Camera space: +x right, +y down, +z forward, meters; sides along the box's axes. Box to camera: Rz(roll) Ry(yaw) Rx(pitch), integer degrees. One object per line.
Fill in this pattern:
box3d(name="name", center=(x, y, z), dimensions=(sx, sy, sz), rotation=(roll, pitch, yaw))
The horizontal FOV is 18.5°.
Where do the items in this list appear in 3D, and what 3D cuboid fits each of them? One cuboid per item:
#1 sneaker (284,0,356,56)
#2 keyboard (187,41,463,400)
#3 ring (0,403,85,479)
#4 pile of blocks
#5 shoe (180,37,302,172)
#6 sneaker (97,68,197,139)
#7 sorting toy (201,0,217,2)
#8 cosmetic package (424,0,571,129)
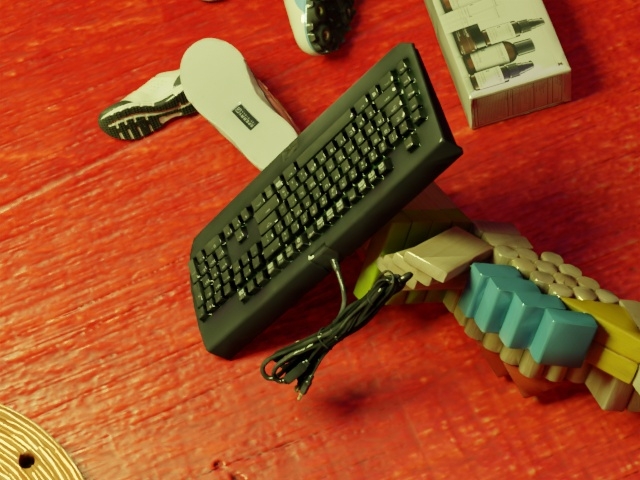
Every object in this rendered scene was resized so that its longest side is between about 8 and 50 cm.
box3d(name="sneaker", center=(-0.023, -0.273, 1.864), dimensions=(0.086, 0.085, 0.237), rotation=(-20, 62, 25))
box3d(name="keyboard", center=(0.000, 0.000, 1.618), dimensions=(0.317, 0.033, 0.201), rotation=(-43, 54, 35))
box3d(name="ring", center=(-0.341, 0.282, 1.620), dimensions=(0.337, 0.032, 0.336), rotation=(-3, 61, 5))
box3d(name="pile of blocks", center=(0.133, 0.060, 1.633), dimensions=(0.362, 0.112, 0.149), rotation=(31, 30, 25))
box3d(name="shoe", center=(-0.061, -0.105, 1.772), dimensions=(0.063, 0.081, 0.178), rotation=(-40, 55, 0))
box3d(name="sneaker", center=(-0.156, -0.128, 1.821), dimensions=(0.109, 0.040, 0.043), rotation=(-21, 47, -10))
box3d(name="sorting toy", center=(-0.130, -0.265, 1.884), dimensions=(0.102, 0.042, 0.061), rotation=(13, 64, 13))
box3d(name="cosmetic package", center=(0.149, -0.226, 1.824), dimensions=(0.099, 0.060, 0.239), rotation=(-16, 62, -4))
